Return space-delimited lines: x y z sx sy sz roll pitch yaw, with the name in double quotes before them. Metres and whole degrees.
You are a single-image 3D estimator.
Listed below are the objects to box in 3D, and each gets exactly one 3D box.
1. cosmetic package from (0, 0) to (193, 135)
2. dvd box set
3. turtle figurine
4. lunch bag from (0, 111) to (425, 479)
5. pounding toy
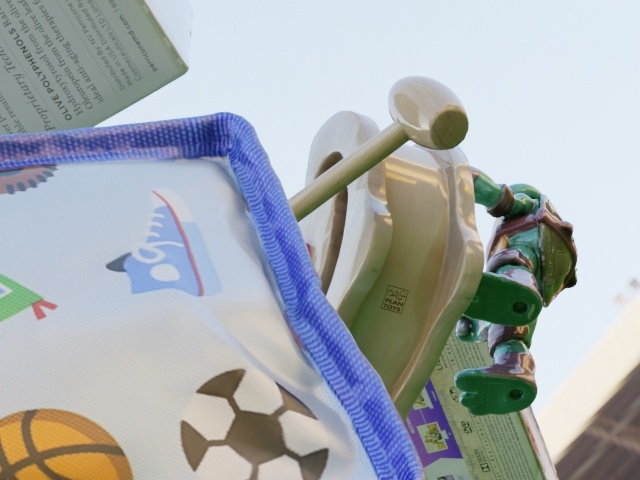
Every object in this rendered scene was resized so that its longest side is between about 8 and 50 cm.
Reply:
"cosmetic package" -0.274 -0.099 1.040 0.365 0.197 0.155 -30 -71 8
"dvd box set" 0.009 0.216 1.677 0.420 0.062 0.308 -16 -60 16
"turtle figurine" 0.130 0.013 1.204 0.118 0.234 0.175 -15 -61 13
"lunch bag" -0.197 0.142 0.594 0.385 0.239 0.328 -9 -47 -20
"pounding toy" 0.000 0.000 1.019 0.154 0.154 0.269 16 -66 -22
